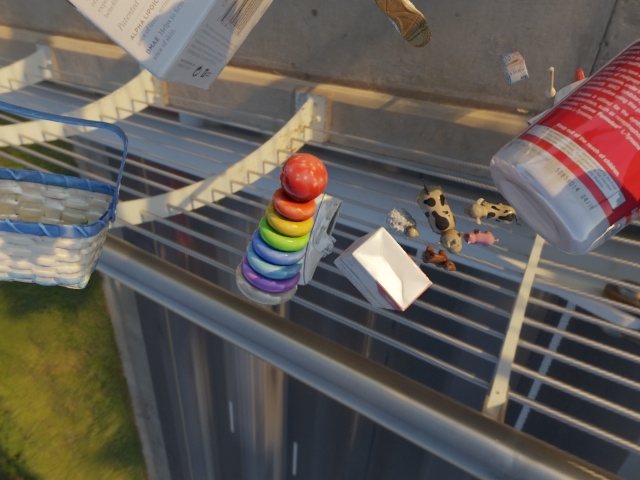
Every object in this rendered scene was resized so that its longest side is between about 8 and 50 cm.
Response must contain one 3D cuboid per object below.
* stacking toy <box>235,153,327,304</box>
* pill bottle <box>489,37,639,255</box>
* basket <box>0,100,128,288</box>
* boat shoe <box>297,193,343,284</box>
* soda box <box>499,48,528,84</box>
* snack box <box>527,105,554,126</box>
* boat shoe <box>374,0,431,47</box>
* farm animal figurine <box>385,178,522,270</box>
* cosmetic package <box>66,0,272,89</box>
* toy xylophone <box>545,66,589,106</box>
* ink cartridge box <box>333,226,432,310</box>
[{"bbox_3d":[-0.072,-0.028,0.875,0.141,0.141,0.330,33,124,15],"label":"stacking toy"},{"bbox_3d":[0.514,-0.182,0.711,0.408,0.229,0.229,-40,89,10],"label":"pill bottle"},{"bbox_3d":[-0.468,-0.075,0.706,0.255,0.201,0.289,11,121,-19],"label":"basket"},{"bbox_3d":[0.000,0.000,1.204,0.088,0.267,0.096,12,162,12],"label":"boat shoe"},{"bbox_3d":[0.638,-0.576,1.428,0.058,0.183,0.063,-18,117,26],"label":"soda box"},{"bbox_3d":[0.728,-0.363,1.340,0.141,0.037,0.100,-28,126,14],"label":"snack box"},{"bbox_3d":[0.300,-0.818,1.556,0.277,0.096,0.098,32,128,-33],"label":"boat shoe"},{"bbox_3d":[0.425,-0.058,1.391,0.327,0.172,0.330,45,107,-4],"label":"farm animal figurine"},{"bbox_3d":[-0.169,-0.282,0.451,0.184,0.151,0.151,40,104,-7],"label":"cosmetic package"},{"bbox_3d":[0.687,-0.349,1.181,0.081,0.323,0.236,-13,87,23],"label":"toy xylophone"},{"bbox_3d":[0.091,0.052,0.724,0.115,0.067,0.198,48,170,0],"label":"ink cartridge box"}]
